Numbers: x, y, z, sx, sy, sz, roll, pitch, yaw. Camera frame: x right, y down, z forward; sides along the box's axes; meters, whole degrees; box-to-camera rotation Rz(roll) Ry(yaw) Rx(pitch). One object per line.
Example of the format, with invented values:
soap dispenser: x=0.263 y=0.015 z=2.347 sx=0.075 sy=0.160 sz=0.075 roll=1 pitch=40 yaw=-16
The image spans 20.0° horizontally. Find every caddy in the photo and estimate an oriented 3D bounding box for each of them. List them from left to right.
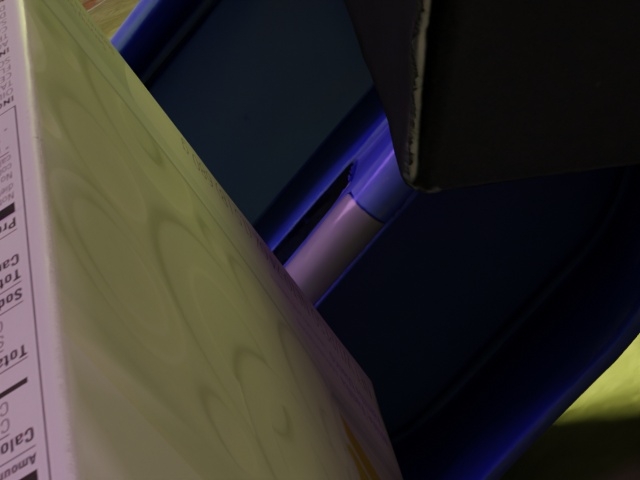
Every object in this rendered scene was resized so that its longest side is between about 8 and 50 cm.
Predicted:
caddy: x=0.000 y=0.000 z=0.777 sx=0.341 sy=0.241 sz=0.179 roll=-49 pitch=4 yaw=17

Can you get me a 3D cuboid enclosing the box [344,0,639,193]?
box: x=0.209 y=-0.307 z=0.658 sx=0.479 sy=0.297 sz=0.472 roll=-7 pitch=49 yaw=-11

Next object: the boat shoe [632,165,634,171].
boat shoe: x=0.208 y=-0.001 z=0.771 sx=0.094 sy=0.109 sz=0.302 roll=5 pitch=9 yaw=-14

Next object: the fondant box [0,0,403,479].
fondant box: x=-0.045 y=0.088 z=0.507 sx=0.096 sy=0.238 sz=0.330 roll=-31 pitch=34 yaw=9
